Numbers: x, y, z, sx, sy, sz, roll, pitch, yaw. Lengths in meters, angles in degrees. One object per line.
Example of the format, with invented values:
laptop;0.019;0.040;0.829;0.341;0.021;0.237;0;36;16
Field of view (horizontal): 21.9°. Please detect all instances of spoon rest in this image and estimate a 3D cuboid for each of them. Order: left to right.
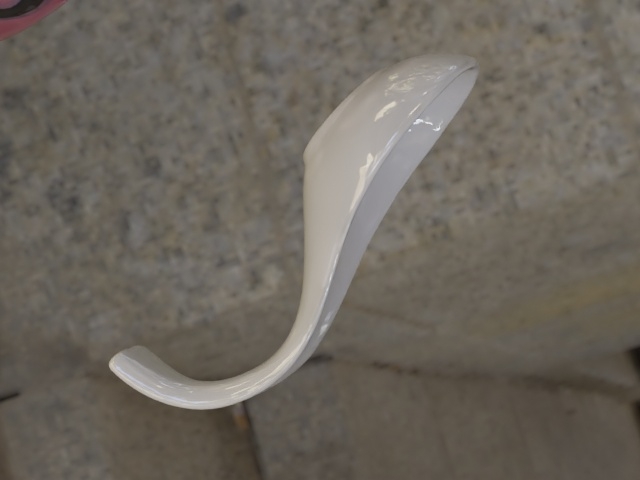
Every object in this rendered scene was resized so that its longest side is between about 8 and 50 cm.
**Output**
spoon rest;0.000;0.000;0.963;0.084;0.276;0.137;45;10;7

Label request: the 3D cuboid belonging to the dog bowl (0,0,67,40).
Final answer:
dog bowl;-0.144;-0.257;0.658;0.150;0.408;0.408;24;44;-35
